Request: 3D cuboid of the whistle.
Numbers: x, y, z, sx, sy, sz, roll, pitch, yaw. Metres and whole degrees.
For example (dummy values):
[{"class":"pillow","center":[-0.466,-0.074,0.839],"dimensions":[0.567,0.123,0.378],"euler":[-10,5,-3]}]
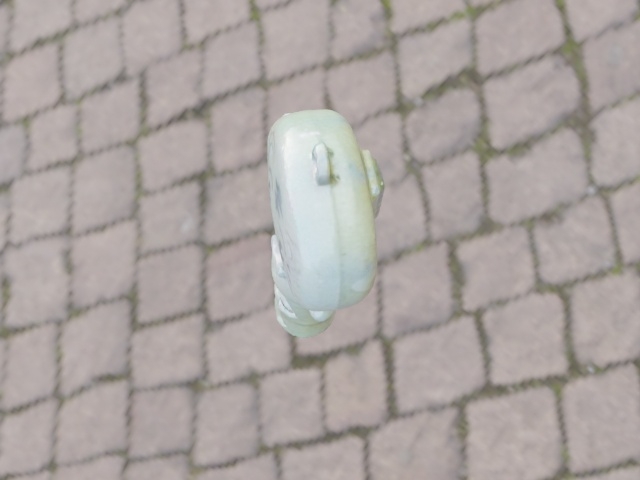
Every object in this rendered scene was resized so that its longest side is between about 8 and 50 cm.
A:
[{"class":"whistle","center":[0.000,0.000,1.176],"dimensions":[0.067,0.258,0.126],"euler":[-7,67,-8]}]
